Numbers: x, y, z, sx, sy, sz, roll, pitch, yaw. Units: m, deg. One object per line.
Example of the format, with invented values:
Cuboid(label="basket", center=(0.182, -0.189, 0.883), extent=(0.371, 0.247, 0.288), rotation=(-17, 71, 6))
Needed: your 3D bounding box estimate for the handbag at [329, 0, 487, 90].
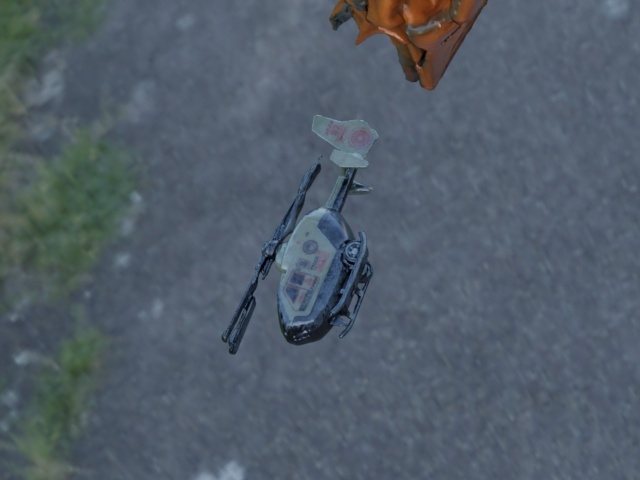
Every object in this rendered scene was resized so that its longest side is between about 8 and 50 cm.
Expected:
Cuboid(label="handbag", center=(0.138, -0.284, 1.053), extent=(0.116, 0.410, 0.303), rotation=(35, 76, 0))

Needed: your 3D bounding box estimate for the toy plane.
Cuboid(label="toy plane", center=(0.000, 0.000, 0.687), extent=(0.049, 0.031, 0.121), rotation=(17, 68, 15))
